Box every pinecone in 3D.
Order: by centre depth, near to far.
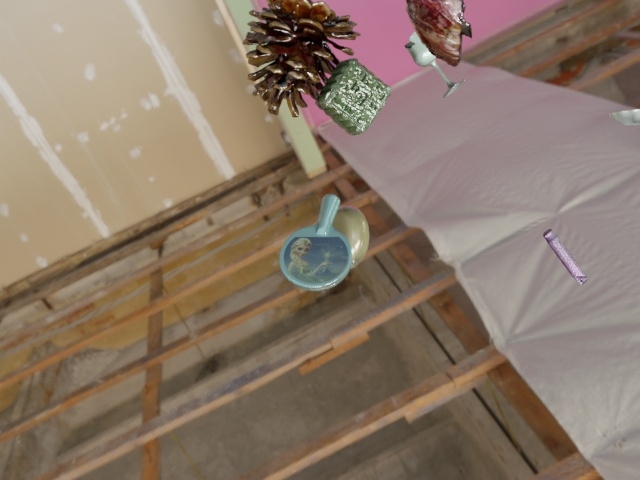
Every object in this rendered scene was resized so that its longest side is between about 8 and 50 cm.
[{"bbox_3d":[-0.072,-0.560,1.951,0.384,0.384,0.384,-20,-152,11],"label":"pinecone"}]

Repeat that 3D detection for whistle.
[{"bbox_3d":[0.665,0.045,1.708,0.033,0.176,0.033,-37,-178,2],"label":"whistle"}]

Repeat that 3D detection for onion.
[{"bbox_3d":[0.267,-0.548,1.485,0.146,0.280,0.314,-3,-119,3],"label":"onion"}]

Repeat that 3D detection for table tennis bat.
[{"bbox_3d":[0.000,0.000,1.301,0.149,0.038,0.237,8,-125,12],"label":"table tennis bat"}]

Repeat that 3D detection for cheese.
[{"bbox_3d":[0.082,-0.007,1.974,0.175,0.091,0.203,-51,-137,42],"label":"cheese"}]

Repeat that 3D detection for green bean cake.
[{"bbox_3d":[0.101,-0.423,1.856,0.173,0.181,0.094,-57,-157,-8],"label":"green bean cake"}]

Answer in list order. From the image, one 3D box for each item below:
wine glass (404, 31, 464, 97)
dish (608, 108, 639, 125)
[{"bbox_3d":[0.321,-0.506,1.791,0.079,0.195,0.079,-38,177,-3],"label":"wine glass"},{"bbox_3d":[0.828,-0.319,1.648,0.137,0.039,0.091,-4,-175,-21],"label":"dish"}]
